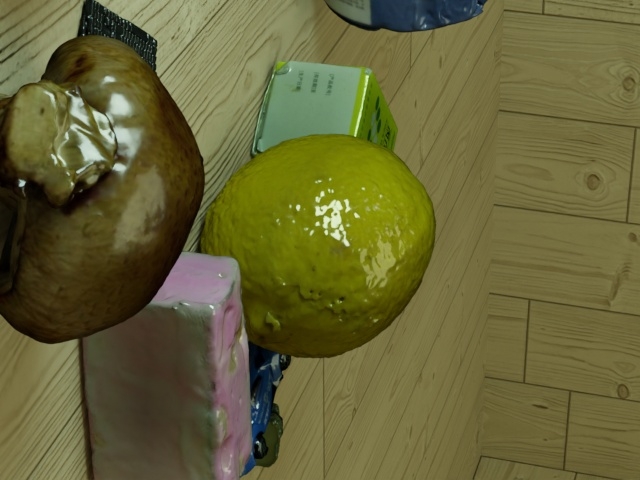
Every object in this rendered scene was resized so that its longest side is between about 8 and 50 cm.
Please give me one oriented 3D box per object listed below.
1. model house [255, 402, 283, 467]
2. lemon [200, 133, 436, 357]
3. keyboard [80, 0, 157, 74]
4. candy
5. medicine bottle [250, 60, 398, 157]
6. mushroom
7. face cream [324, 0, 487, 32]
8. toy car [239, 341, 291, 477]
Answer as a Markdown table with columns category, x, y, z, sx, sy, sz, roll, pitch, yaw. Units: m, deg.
| category | x | y | z | sx | sy | sz | roll | pitch | yaw |
| --- | --- | --- | --- | --- | --- | --- | --- | --- | --- |
| model house | -0.075 | 0.250 | 2.367 | 0.083 | 0.066 | 0.078 | -58 | 154 | -60 |
| lemon | 0.000 | 0.000 | 2.109 | 0.322 | 0.268 | 0.268 | -52 | 149 | -44 |
| keyboard | -0.198 | -0.191 | 1.744 | 0.195 | 0.018 | 0.060 | 22 | 74 | -76 |
| candy | -0.155 | 0.142 | 1.816 | 0.116 | 0.155 | 0.265 | -53 | 148 | -56 |
| medicine bottle | 0.012 | -0.135 | 2.345 | 0.250 | 0.141 | 0.137 | 52 | 45 | -70 |
| mushroom | -0.200 | -0.043 | 1.465 | 0.283 | 0.195 | 0.263 | 34 | 71 | -74 |
| face cream | 0.117 | -0.429 | 2.360 | 0.249 | 0.249 | 0.225 | -66 | 162 | -46 |
| toy car | -0.105 | 0.191 | 2.152 | 0.063 | 0.103 | 0.216 | 62 | 37 | -52 |
